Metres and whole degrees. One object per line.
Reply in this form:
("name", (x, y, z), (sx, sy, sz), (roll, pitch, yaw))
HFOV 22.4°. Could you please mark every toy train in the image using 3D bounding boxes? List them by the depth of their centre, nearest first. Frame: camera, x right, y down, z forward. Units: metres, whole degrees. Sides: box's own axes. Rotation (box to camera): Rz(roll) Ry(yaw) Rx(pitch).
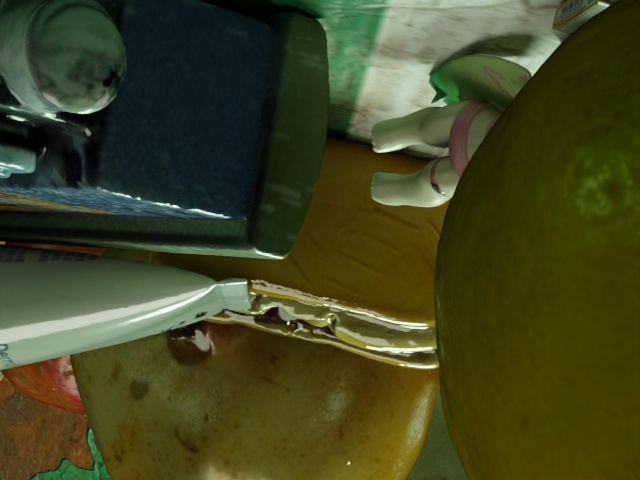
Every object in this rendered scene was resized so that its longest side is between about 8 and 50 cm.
("toy train", (-0.156, -0.068, 0.748), (0.202, 0.131, 0.299), (11, 175, -44))

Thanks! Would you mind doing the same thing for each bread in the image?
("bread", (0.000, 0.000, 0.940), (0.200, 0.116, 0.077), (14, 168, -8))

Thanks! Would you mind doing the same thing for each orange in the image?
("orange", (0.173, 0.034, 0.531), (0.279, 0.235, 0.279), (7, 150, 4))

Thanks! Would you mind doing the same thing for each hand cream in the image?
("hand cream", (-0.158, 0.035, 0.845), (0.248, 0.083, 0.133), (-3, 174, 0))

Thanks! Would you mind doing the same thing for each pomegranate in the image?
("pomegranate", (-0.046, 0.084, 1.083), (0.264, 0.264, 0.264), (12, 171, 2))

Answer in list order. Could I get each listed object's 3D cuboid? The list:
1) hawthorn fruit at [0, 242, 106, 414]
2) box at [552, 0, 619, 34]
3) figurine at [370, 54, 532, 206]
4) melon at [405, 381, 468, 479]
("hawthorn fruit", (-0.217, 0.047, 1.390), (0.200, 0.179, 0.179), (38, 162, -19))
("box", (0.136, -0.079, 0.619), (0.083, 0.012, 0.046), (14, 170, -12))
("figurine", (0.092, -0.047, 0.711), (0.083, 0.083, 0.187), (19, 162, -34))
("melon", (0.140, 0.188, 1.420), (0.330, 0.268, 0.268), (8, 173, -27))
